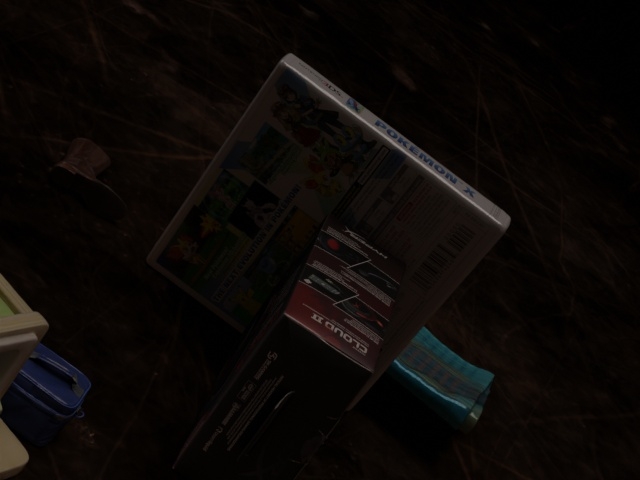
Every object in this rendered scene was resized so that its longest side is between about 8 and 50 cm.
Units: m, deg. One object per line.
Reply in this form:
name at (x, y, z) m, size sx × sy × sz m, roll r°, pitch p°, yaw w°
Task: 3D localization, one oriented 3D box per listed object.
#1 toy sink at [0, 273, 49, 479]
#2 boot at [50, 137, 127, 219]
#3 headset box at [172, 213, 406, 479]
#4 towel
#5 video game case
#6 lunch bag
toy sink at (-0.342, 0.089, 1.336) m, size 0.234 × 0.131 × 0.153 m, roll 47°, pitch 26°, yaw 20°
boot at (-0.267, -0.077, 1.859) m, size 0.106 × 0.037 × 0.114 m, roll 37°, pitch 19°, yaw -7°
headset box at (-0.029, 0.131, 1.580) m, size 0.110 × 0.218 × 0.293 m, roll 33°, pitch 25°, yaw -4°
towel at (0.062, 0.092, 1.925) m, size 0.370 × 0.040 × 0.271 m, roll 39°, pitch 10°, yaw 6°
video game case at (0.000, 0.000, 1.718) m, size 0.300 × 0.329 × 0.036 m, roll 37°, pitch 35°, yaw -1°
lunch bag at (-0.263, 0.138, 1.436) m, size 0.098 × 0.065 × 0.067 m, roll 35°, pitch 24°, yaw -5°
